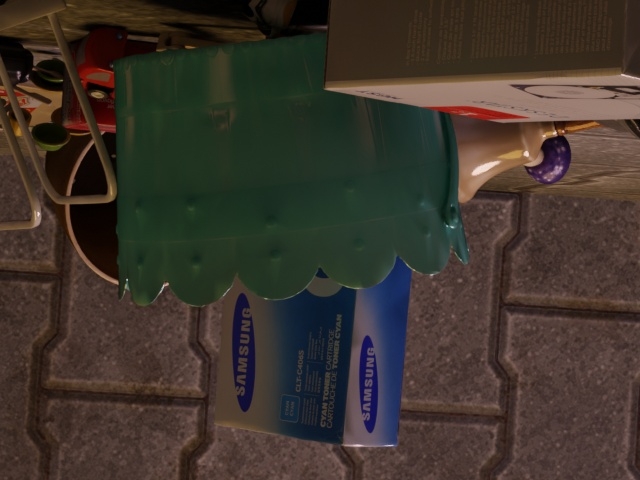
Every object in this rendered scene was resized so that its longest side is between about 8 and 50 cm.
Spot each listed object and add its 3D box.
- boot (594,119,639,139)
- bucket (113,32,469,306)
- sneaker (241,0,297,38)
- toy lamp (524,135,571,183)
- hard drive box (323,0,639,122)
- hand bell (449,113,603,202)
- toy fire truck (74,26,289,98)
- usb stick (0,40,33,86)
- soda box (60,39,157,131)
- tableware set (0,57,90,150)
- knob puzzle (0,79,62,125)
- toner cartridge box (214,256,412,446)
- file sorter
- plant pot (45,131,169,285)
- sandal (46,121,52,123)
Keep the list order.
[{"bbox_3d":[0.262,-0.120,1.435,0.161,0.084,0.246,10,-178,37],"label":"boot"},{"bbox_3d":[-0.028,-0.060,1.257,0.281,0.183,0.281,-6,-175,0],"label":"bucket"},{"bbox_3d":[-0.040,-0.170,1.203,0.037,0.032,0.083,21,174,-8],"label":"sneaker"},{"bbox_3d":[0.200,-0.114,2.026,0.080,0.080,0.274,3,-179,45],"label":"toy lamp"},{"bbox_3d":[0.147,-0.127,1.010,0.181,0.089,0.232,6,179,-43],"label":"hard drive box"},{"bbox_3d":[0.244,-0.118,1.615,0.242,0.126,0.126,-10,175,18],"label":"hand bell"},{"bbox_3d":[-0.115,-0.151,1.440,0.192,0.047,0.135,15,160,-11],"label":"toy fire truck"},{"bbox_3d":[-0.406,-0.178,1.532,0.278,0.045,0.077,4,-179,-32],"label":"usb stick"},{"bbox_3d":[-0.112,-0.138,1.597,0.263,0.084,0.092,4,179,-24],"label":"soda box"},{"bbox_3d":[-0.258,-0.141,1.629,0.104,0.024,0.154,25,-142,13],"label":"tableware set"},{"bbox_3d":[-0.396,-0.168,1.920,0.213,0.030,0.213,0,166,0],"label":"knob puzzle"},{"bbox_3d":[0.000,0.000,1.463,0.165,0.348,0.075,2,177,45],"label":"toner cartridge box"},{"bbox_3d":[-0.327,-0.065,1.275,0.277,0.173,0.193,-23,-170,-25],"label":"file sorter"},{"bbox_3d":[-0.267,-0.083,2.191,0.237,0.237,0.254,4,-168,-29],"label":"plant pot"},{"bbox_3d":[-0.394,-0.177,2.034,0.179,0.040,0.067,18,176,12],"label":"sandal"}]
